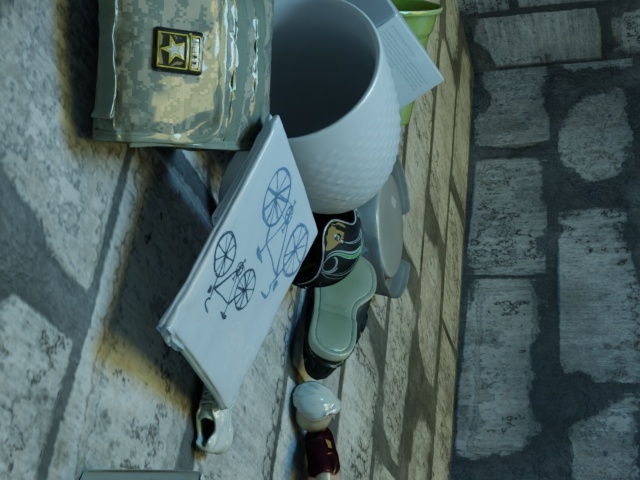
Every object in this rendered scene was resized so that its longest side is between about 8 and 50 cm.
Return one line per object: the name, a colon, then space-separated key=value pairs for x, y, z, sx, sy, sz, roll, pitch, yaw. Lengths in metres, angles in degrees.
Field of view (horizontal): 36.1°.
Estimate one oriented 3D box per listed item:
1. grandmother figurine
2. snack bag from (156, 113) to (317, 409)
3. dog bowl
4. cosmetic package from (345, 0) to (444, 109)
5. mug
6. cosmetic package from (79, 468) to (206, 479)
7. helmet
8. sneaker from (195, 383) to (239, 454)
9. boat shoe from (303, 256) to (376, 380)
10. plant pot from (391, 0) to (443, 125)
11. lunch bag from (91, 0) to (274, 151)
grandmother figurine: x=0.002 y=0.435 z=1.861 sx=0.208 sy=0.104 sz=0.342 roll=-157 pitch=-121 yaw=-79
snack bag: x=-0.105 y=0.045 z=1.368 sx=0.323 sy=0.037 sz=0.342 roll=72 pitch=40 yaw=-61
dog bowl: x=0.128 y=-0.037 z=2.294 sx=0.349 sy=0.102 sz=0.348 roll=-2 pitch=90 yaw=-73
cosmetic package: x=0.075 y=-0.338 z=1.852 sx=0.224 sy=0.225 sz=0.138 roll=41 pitch=21 yaw=-52
mug: x=-0.032 y=-0.156 z=1.607 sx=0.374 sy=0.276 sz=0.328 roll=-54 pitch=154 yaw=-14
cosmetic package: x=-0.177 y=0.410 z=1.187 sx=0.113 sy=0.160 sz=0.309 roll=-75 pitch=157 yaw=-45
helmet: x=0.000 y=0.000 z=1.789 sx=0.162 sy=0.170 sz=0.169 roll=-19 pitch=107 yaw=-54
sneaker: x=-0.154 y=0.240 z=1.451 sx=0.061 sy=0.054 sz=0.152 roll=26 pitch=63 yaw=-67
boat shoe: x=0.032 y=0.152 z=1.963 sx=0.340 sy=0.127 sz=0.113 roll=-80 pitch=-171 yaw=-55
plant pot: x=0.110 y=-0.379 z=2.086 sx=0.276 sy=0.276 sz=0.253 roll=-50 pitch=146 yaw=-65
lunch bag: x=-0.181 y=-0.232 z=1.248 sx=0.287 sy=0.169 sz=0.235 roll=-8 pitch=101 yaw=-66
